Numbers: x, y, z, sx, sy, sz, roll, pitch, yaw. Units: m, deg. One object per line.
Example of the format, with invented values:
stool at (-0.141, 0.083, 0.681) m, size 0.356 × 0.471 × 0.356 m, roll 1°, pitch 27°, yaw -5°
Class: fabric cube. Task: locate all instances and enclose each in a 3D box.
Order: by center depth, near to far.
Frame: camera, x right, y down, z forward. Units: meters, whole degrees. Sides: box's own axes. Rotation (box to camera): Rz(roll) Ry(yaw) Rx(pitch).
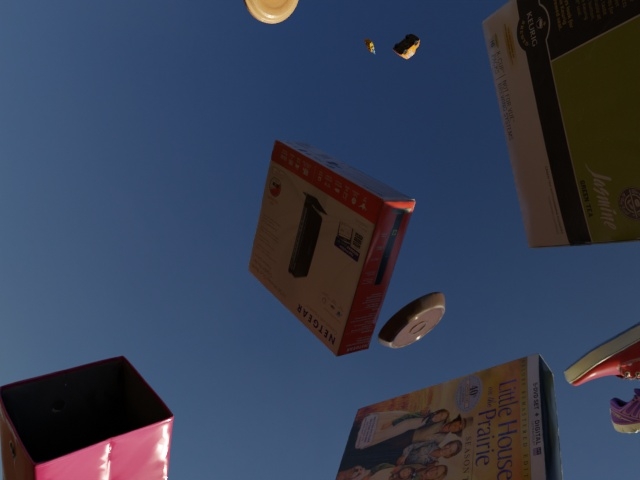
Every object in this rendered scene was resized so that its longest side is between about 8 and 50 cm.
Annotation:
fabric cube at (-0.472, 0.428, 1.030) m, size 0.254 × 0.258 × 0.259 m, roll 27°, pitch -66°, yaw 42°

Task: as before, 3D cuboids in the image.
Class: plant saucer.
plant saucer at (-0.059, -0.312, 0.636) m, size 0.013 × 0.083 × 0.084 m, roll 34°, pitch -55°, yaw 43°
plant saucer at (0.195, 0.171, 1.066) m, size 0.029 × 0.168 × 0.169 m, roll 54°, pitch -47°, yaw 30°

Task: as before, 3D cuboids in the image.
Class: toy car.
toy car at (0.164, -0.441, 1.164) m, size 0.122 × 0.040 × 0.060 m, roll 29°, pitch -103°, yaw 30°

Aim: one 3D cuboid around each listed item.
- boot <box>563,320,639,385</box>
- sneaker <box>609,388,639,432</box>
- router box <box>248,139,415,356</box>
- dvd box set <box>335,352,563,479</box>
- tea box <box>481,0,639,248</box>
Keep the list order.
boot at (0.625, 0.267, 1.007) m, size 0.244 × 0.088 × 0.176 m, roll -30°, pitch -109°, yaw 5°
sneaker at (0.560, 0.281, 0.861) m, size 0.170 × 0.068 × 0.071 m, roll -35°, pitch -120°, yaw 53°
router box at (0.000, 0.000, 0.994) m, size 0.335 × 0.082 × 0.302 m, roll 36°, pitch -61°, yaw 45°
dvd box set at (0.208, 0.380, 0.918) m, size 0.420 × 0.308 × 0.062 m, roll -29°, pitch -73°, yaw 33°
tea box at (0.400, -0.177, 0.602) m, size 0.323 × 0.219 × 0.330 m, roll 171°, pitch -94°, yaw -72°
